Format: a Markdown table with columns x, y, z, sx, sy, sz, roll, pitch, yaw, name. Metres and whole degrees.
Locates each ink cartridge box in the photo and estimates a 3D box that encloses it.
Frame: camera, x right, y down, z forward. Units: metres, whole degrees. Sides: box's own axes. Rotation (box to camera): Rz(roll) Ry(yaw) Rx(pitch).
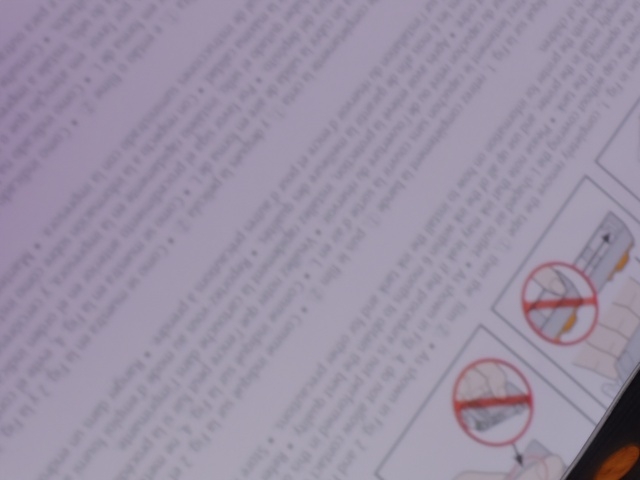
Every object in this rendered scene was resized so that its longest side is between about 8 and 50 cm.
| x | y | z | sx | sy | sz | roll | pitch | yaw | name |
| --- | --- | --- | --- | --- | --- | --- | --- | --- | --- |
| 0.000 | 0.000 | 0.544 | 0.385 | 0.091 | 0.308 | 41 | 66 | -7 | ink cartridge box |

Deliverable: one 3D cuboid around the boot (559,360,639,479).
| x | y | z | sx | sy | sz | roll | pitch | yaw | name |
| --- | --- | --- | --- | --- | --- | --- | --- | --- | --- |
| 0.164 | 0.115 | 0.486 | 0.176 | 0.088 | 0.244 | 45 | 73 | -9 | boot |
